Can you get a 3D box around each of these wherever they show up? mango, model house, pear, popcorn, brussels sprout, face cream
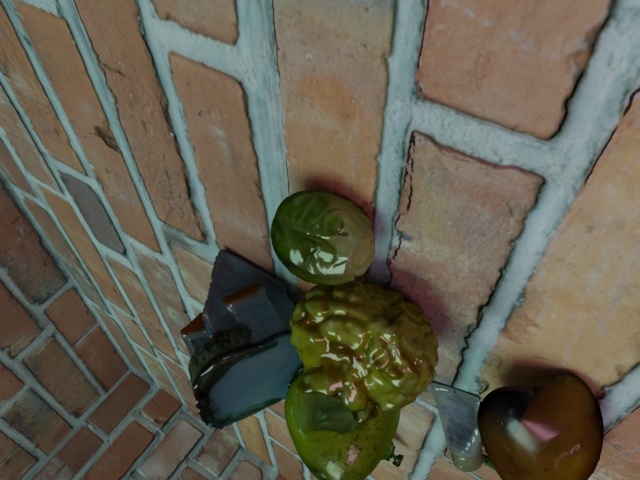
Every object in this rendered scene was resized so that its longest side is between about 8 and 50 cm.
[{"bbox_3d":[0.373,0.344,0.917,0.201,0.152,0.287,20,142,45],"label":"mango"},{"bbox_3d":[-0.212,0.209,1.303,0.360,0.297,0.339,90,154,-53],"label":"model house"},{"bbox_3d":[0.034,0.414,1.189,0.292,0.292,0.159,14,148,36],"label":"pear"},{"bbox_3d":[0.076,0.190,0.954,0.258,0.224,0.270,-19,98,15],"label":"popcorn"},{"bbox_3d":[0.003,0.000,0.892,0.180,0.144,0.161,38,116,27],"label":"brussels sprout"},{"bbox_3d":[0.311,0.405,1.164,0.114,0.070,0.224,8,125,41],"label":"face cream"}]

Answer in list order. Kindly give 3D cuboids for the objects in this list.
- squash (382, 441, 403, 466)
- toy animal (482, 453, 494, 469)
[{"bbox_3d":[0.076,0.505,1.495,0.378,0.101,0.101,37,149,3],"label":"squash"},{"bbox_3d":[0.419,0.533,1.209,0.217,0.041,0.075,14,122,39],"label":"toy animal"}]
